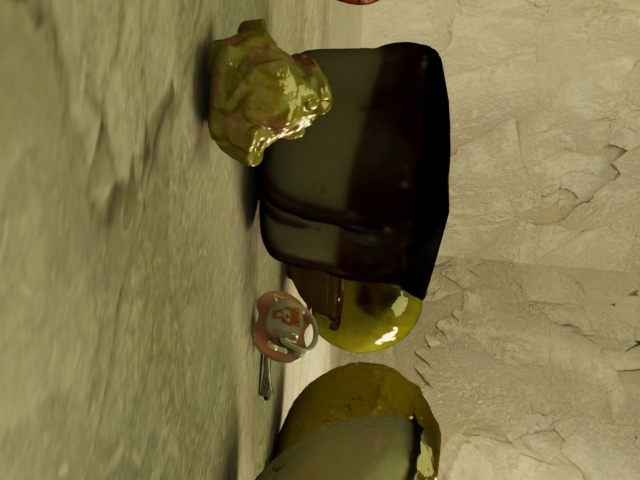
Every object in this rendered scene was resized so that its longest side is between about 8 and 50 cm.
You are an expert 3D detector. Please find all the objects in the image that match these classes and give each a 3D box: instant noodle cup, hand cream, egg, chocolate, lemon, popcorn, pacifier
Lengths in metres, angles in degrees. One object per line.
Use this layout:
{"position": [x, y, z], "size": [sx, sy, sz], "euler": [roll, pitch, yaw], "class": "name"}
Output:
{"position": [0.000, 0.000, 1.424], "size": [0.274, 0.090, 0.274], "euler": [6, 90, -86], "class": "instant noodle cup"}
{"position": [-0.067, 0.160, 1.186], "size": [0.030, 0.019, 0.093], "euler": [-64, 156, -83], "class": "hand cream"}
{"position": [-0.003, 0.342, 1.024], "size": [0.337, 0.201, 0.337], "euler": [11, 90, -90], "class": "egg"}
{"position": [0.023, -0.077, 0.988], "size": [0.283, 0.186, 0.284], "euler": [180, -90, -86], "class": "chocolate"}
{"position": [0.057, 0.338, 1.459], "size": [0.322, 0.268, 0.268], "euler": [-67, 162, -58], "class": "lemon"}
{"position": [-0.047, -0.108, 0.696], "size": [0.097, 0.089, 0.109], "euler": [-50, 171, 9], "class": "popcorn"}
{"position": [-0.048, 0.111, 1.086], "size": [0.078, 0.081, 0.099], "euler": [-50, -159, 42], "class": "pacifier"}

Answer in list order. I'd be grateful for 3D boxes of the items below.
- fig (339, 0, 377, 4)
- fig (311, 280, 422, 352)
{"position": [0.045, -0.415, 1.206], "size": [0.207, 0.175, 0.175], "euler": [-109, -165, -46], "class": "fig"}
{"position": [0.107, 0.128, 1.952], "size": [0.271, 0.239, 0.239], "euler": [23, 65, -42], "class": "fig"}
